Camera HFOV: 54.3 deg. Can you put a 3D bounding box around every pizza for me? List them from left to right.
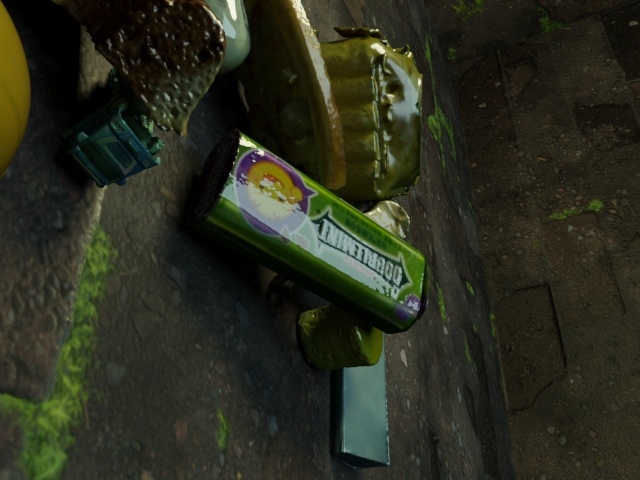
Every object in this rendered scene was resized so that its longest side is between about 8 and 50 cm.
[{"bbox_3d":[-0.064,-0.222,0.899,0.089,0.223,0.324,-24,104,-25],"label":"pizza"}]

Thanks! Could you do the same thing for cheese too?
[{"bbox_3d":[0.030,0.016,0.993,0.286,0.163,0.082,-26,83,-52],"label":"cheese"}]

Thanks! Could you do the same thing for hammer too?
[{"bbox_3d":[-0.152,-0.323,0.709,0.305,0.113,0.202,111,-37,-84],"label":"hammer"}]

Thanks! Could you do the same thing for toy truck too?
[{"bbox_3d":[-0.208,-0.126,0.636,0.067,0.081,0.175,57,9,-38],"label":"toy truck"}]

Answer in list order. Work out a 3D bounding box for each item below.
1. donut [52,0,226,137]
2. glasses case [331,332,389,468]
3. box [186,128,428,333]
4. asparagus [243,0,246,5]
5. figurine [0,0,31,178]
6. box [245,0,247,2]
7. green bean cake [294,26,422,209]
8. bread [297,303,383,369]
[{"bbox_3d":[-0.193,-0.243,0.589,0.295,0.112,0.151,48,12,-13],"label":"donut"},{"bbox_3d":[0.056,0.236,1.044,0.105,0.056,0.266,26,48,-30],"label":"glasses case"},{"bbox_3d":[0.000,0.000,0.827,0.345,0.097,0.134,32,54,-29],"label":"box"},{"bbox_3d":[-0.079,-0.338,1.069,0.277,0.059,0.067,42,49,-52],"label":"asparagus"},{"bbox_3d":[-0.282,-0.089,0.306,0.256,0.167,0.192,7,35,-40],"label":"figurine"},{"bbox_3d":[-0.082,-0.364,0.990,0.155,0.023,0.087,67,29,-25],"label":"box"},{"bbox_3d":[0.098,-0.215,1.137,0.285,0.201,0.310,-21,113,-67],"label":"green bean cake"},{"bbox_3d":[0.039,0.142,0.961,0.129,0.114,0.111,24,55,-63],"label":"bread"}]
